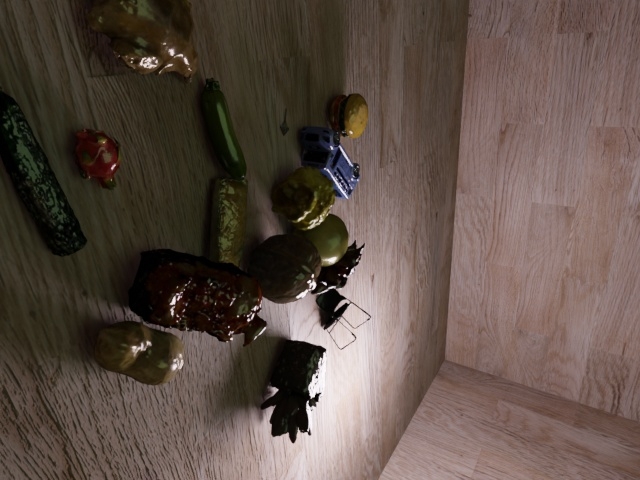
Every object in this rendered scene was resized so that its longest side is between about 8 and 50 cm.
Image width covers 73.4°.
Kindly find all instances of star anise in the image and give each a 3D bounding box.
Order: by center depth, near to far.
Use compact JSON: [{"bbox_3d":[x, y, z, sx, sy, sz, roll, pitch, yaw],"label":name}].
[{"bbox_3d":[0.068,0.108,1.531,0.103,0.271,0.272,50,53,-17],"label":"star anise"}]

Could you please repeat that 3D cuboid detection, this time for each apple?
[{"bbox_3d":[0.000,0.000,1.450,0.200,0.199,0.200,-26,122,-52],"label":"apple"}]

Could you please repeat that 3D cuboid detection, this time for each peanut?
[{"bbox_3d":[-0.393,0.245,0.944,0.253,0.137,0.122,49,57,-50],"label":"peanut"}]

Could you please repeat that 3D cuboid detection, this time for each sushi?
[{"bbox_3d":[-0.274,0.145,1.017,0.343,0.181,0.197,21,98,-44],"label":"sushi"}]

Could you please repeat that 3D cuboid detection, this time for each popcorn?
[{"bbox_3d":[-0.050,-0.136,1.333,0.155,0.197,0.198,31,74,-56],"label":"popcorn"}]

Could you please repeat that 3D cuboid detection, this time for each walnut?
[{"bbox_3d":[-0.103,0.085,1.279,0.224,0.224,0.225,-26,122,-52],"label":"walnut"}]

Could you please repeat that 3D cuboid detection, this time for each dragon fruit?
[{"bbox_3d":[-0.421,-0.152,0.817,0.086,0.080,0.116,-34,128,-62],"label":"dragon fruit"}]

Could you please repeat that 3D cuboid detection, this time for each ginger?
[{"bbox_3d":[-0.322,-0.410,0.847,0.270,0.123,0.219,54,52,-51],"label":"ginger"}]

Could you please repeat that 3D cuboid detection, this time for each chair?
[{"bbox_3d":[0.067,0.304,1.746,0.140,0.221,0.145,-46,179,-42],"label":"chair"}]

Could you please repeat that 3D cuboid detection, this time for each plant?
[{"bbox_3d":[-0.075,0.518,1.495,0.181,0.193,0.321,21,79,-55],"label":"plant"}]

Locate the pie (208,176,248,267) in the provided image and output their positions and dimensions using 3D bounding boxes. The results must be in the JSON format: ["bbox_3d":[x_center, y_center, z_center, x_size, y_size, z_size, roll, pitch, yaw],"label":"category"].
[{"bbox_3d":[-0.245,-0.039,1.154,0.128,0.068,0.283,-3,99,-56],"label":"pie"}]

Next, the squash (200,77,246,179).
[{"bbox_3d":[-0.244,-0.267,1.067,0.069,0.069,0.258,-44,128,-43],"label":"squash"}]

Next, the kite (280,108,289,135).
[{"bbox_3d":[-0.112,-0.361,1.319,0.044,0.002,0.078,-41,134,-45],"label":"kite"}]

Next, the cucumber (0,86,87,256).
[{"bbox_3d":[-0.491,-0.109,0.735,0.067,0.067,0.294,-43,134,-44],"label":"cucumber"}]

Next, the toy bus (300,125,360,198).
[{"bbox_3d":[0.026,-0.261,1.461,0.292,0.125,0.133,46,62,-55],"label":"toy bus"}]

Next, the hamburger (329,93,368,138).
[{"bbox_3d":[0.102,-0.445,1.530,0.162,0.115,0.162,-32,128,-51],"label":"hamburger"}]
